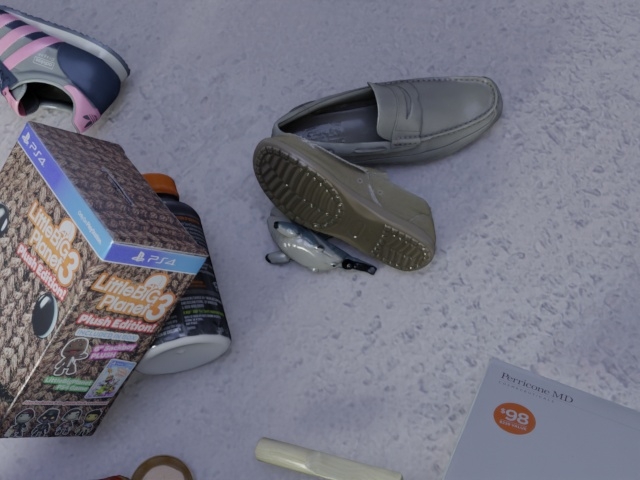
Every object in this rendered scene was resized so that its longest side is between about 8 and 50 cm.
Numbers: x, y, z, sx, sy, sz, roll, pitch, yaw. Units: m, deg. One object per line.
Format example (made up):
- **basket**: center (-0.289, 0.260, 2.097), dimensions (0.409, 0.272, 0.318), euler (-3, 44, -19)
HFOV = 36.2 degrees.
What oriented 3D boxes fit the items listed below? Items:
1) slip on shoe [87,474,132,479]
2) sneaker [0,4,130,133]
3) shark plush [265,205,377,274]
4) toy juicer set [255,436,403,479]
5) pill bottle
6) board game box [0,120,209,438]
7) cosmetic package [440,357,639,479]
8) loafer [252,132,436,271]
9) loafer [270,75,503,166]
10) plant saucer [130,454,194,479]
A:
- **slip on shoe**: center (-0.361, 0.360, 1.176), dimensions (0.331, 0.101, 0.123), euler (-18, 106, 10)
- **sneaker**: center (-0.442, -0.252, 1.406), dimensions (0.319, 0.112, 0.131), euler (18, 69, 14)
- **shark plush**: center (0.000, 0.000, 1.297), dimensions (0.161, 0.073, 0.067), euler (16, 41, 16)
- **toy juicer set**: center (-0.067, 0.362, 1.155), dimensions (0.209, 0.089, 0.329), euler (31, 78, 35)
- **pill bottle**: center (-0.204, 0.037, 1.260), dimensions (0.130, 0.130, 0.246), euler (-16, 68, -1)
- **board game box**: center (-0.310, 0.051, 1.167), dimensions (0.232, 0.141, 0.291), euler (47, 111, 34)
- **cosmetic package**: center (0.307, 0.301, 0.999), dimensions (0.377, 0.097, 0.284), euler (19, 38, 13)
- **loafer**: center (0.035, -0.058, 1.278), dimensions (0.268, 0.102, 0.092), euler (33, 44, -7)
- **loafer**: center (0.091, -0.161, 1.316), dimensions (0.319, 0.111, 0.112), euler (-16, 68, -1)
- **plant saucer**: center (-0.196, 0.309, 1.216), dimensions (0.083, 0.015, 0.083), euler (-2, 69, 5)
